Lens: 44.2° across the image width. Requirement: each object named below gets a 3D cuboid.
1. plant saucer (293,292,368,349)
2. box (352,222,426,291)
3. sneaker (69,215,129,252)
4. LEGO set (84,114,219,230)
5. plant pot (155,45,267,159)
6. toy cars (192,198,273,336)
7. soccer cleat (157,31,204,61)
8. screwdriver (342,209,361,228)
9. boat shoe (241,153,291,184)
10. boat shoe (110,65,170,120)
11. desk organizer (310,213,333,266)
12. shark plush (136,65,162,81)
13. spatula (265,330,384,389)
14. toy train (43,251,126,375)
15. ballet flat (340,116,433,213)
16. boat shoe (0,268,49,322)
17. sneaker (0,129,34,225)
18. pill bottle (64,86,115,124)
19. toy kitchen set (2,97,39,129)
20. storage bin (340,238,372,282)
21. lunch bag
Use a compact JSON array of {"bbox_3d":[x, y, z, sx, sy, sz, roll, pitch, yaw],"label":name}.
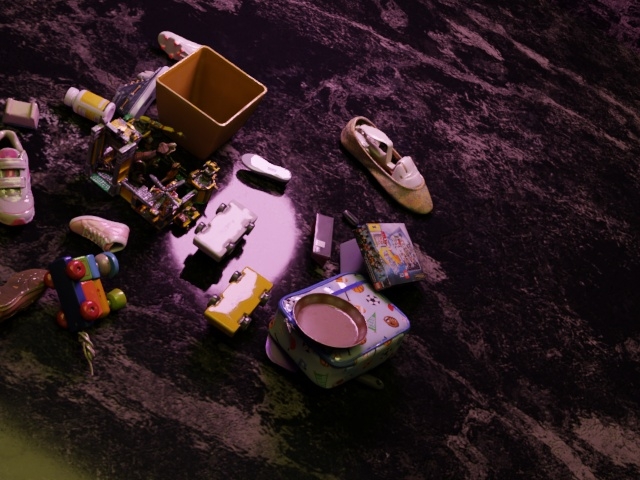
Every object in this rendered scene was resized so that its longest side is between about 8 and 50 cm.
[{"bbox_3d":[0.019,0.178,1.692,0.168,0.029,0.168,14,35,-10],"label":"plant saucer"},{"bbox_3d":[0.174,0.038,1.958,0.233,0.044,0.159,-2,70,-61],"label":"box"},{"bbox_3d":[-0.504,-0.011,1.793,0.134,0.051,0.070,11,45,-21],"label":"sneaker"},{"bbox_3d":[-0.400,-0.198,1.891,0.331,0.192,0.255,44,50,13],"label":"LEGO set"},{"bbox_3d":[-0.301,-0.339,2.051,0.212,0.187,0.212,35,47,6],"label":"plant pot"},{"bbox_3d":[-0.214,0.069,1.840,0.176,0.087,0.394,6,49,-26],"label":"toy cars"},{"bbox_3d":[-0.374,-0.543,2.266,0.196,0.068,0.076,29,42,-10],"label":"soccer cleat"},{"bbox_3d":[0.120,-0.017,2.100,0.170,0.025,0.024,48,49,5],"label":"screwdriver"},{"bbox_3d":[-0.147,-0.184,2.095,0.142,0.040,0.049,23,57,-5],"label":"boat shoe"},{"bbox_3d":[-0.475,-0.400,2.072,0.083,0.065,0.183,31,73,5],"label":"boat shoe"},{"bbox_3d":[0.000,0.000,2.006,0.047,0.050,0.130,16,49,-12],"label":"desk organizer"},{"bbox_3d":[-0.438,-0.394,2.146,0.067,0.073,0.161,-25,87,-16],"label":"shark plush"},{"bbox_3d":[0.011,0.286,1.798,0.296,0.030,0.084,20,45,-9],"label":"spatula"},{"bbox_3d":[-0.472,0.147,1.669,0.143,0.105,0.248,-19,90,-53],"label":"toy train"},{"bbox_3d":[0.196,-0.219,2.224,0.348,0.123,0.123,46,50,14],"label":"ballet flat"},{"bbox_3d":[-0.626,0.114,1.637,0.064,0.060,0.178,25,30,12],"label":"boat shoe"},{"bbox_3d":[-0.707,-0.147,1.770,0.103,0.111,0.252,-10,59,-30],"label":"sneaker"},{"bbox_3d":[-0.590,-0.345,2.010,0.116,0.065,0.065,26,48,-4],"label":"pill bottle"},{"bbox_3d":[-0.774,-0.383,1.951,0.166,0.122,0.207,9,71,-18],"label":"toy kitchen set"},{"bbox_3d":[0.102,0.055,1.982,0.091,0.098,0.135,-16,49,20],"label":"storage bin"},{"bbox_3d":[0.038,0.193,1.804,0.303,0.115,0.243,-17,54,-43],"label":"lunch bag"}]
